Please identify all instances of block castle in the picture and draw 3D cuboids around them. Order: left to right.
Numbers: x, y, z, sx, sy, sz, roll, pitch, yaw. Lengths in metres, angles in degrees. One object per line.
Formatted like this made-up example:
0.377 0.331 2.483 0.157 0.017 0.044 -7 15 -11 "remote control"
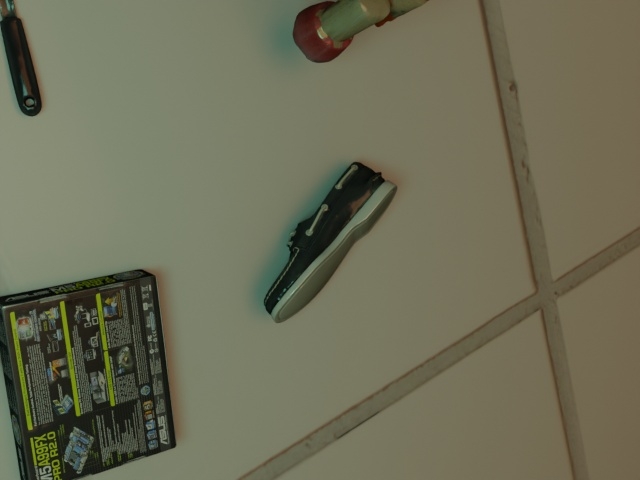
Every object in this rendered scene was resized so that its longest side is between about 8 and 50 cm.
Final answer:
0.074 -0.503 1.215 0.453 0.213 0.303 -46 108 -27 "block castle"

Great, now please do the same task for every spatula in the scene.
-0.399 -0.305 1.026 0.084 0.030 0.296 -14 108 -17 "spatula"

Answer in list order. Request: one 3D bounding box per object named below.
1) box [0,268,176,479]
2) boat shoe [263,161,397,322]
-0.326 0.192 1.140 0.216 0.060 0.270 -12 104 -31 "box"
0.000 0.000 1.313 0.302 0.091 0.114 -47 164 -20 "boat shoe"
